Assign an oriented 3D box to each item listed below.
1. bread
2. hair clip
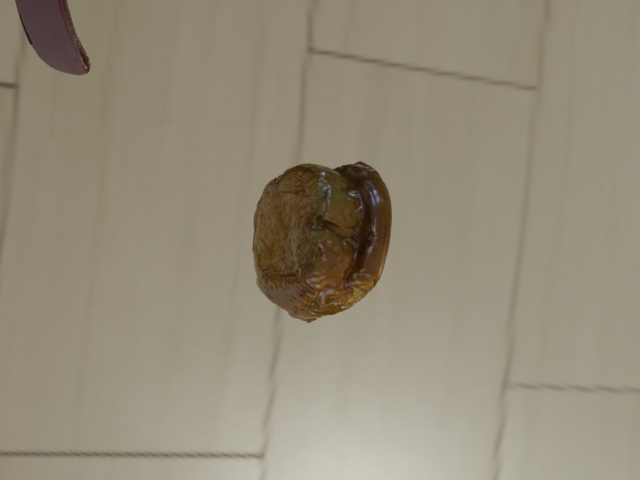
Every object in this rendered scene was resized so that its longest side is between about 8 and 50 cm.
[{"bbox_3d":[0.000,0.000,0.932,0.046,0.081,0.083,16,127,-29],"label":"bread"},{"bbox_3d":[-0.172,-0.168,1.235,0.022,0.054,0.137,-24,120,-38],"label":"hair clip"}]
